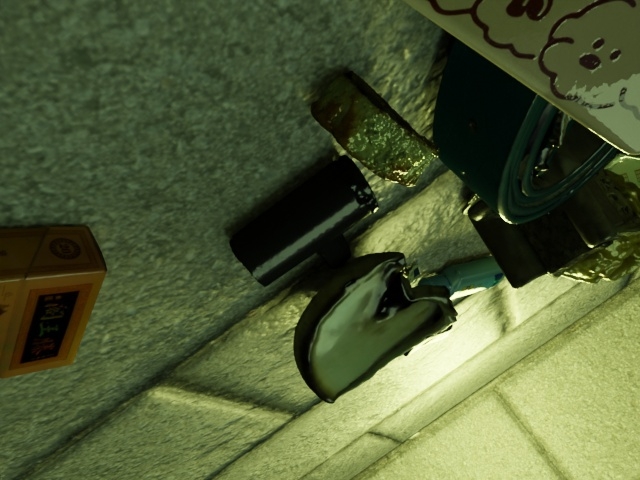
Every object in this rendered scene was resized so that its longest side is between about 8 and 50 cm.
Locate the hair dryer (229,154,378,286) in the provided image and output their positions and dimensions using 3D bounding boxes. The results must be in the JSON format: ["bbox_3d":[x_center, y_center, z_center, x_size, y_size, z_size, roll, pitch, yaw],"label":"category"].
[{"bbox_3d":[0.000,0.000,0.832,0.197,0.089,0.251,-36,157,2],"label":"hair dryer"}]

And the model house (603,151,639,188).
[{"bbox_3d":[0.785,-0.123,1.297,0.224,0.215,0.198,-19,179,-24],"label":"model house"}]

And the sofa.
[{"bbox_3d":[0.390,-0.032,0.998,0.182,0.200,0.258,-22,165,-26],"label":"sofa"}]

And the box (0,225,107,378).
[{"bbox_3d":[-0.376,0.072,0.560,0.274,0.076,0.174,-4,140,-42],"label":"box"}]

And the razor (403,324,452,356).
[{"bbox_3d":[0.273,0.249,1.485,0.148,0.054,0.090,-20,147,-22],"label":"razor"}]

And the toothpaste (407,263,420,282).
[{"bbox_3d":[0.118,0.121,1.165,0.216,0.037,0.062,-34,150,-9],"label":"toothpaste"}]

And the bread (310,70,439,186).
[{"bbox_3d":[0.068,-0.126,0.660,0.069,0.128,0.140,-49,148,16],"label":"bread"}]

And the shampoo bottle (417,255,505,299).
[{"bbox_3d":[0.327,0.092,1.304,0.259,0.061,0.103,-9,142,-37],"label":"shampoo bottle"}]

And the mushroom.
[{"bbox_3d":[0.072,0.109,0.997,0.292,0.212,0.217,-28,121,11],"label":"mushroom"}]

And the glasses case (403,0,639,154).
[{"bbox_3d":[0.203,-0.221,0.505,0.337,0.076,0.144,29,120,-10],"label":"glasses case"}]

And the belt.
[{"bbox_3d":[0.314,-0.226,0.719,0.300,0.173,0.436,-19,146,-29],"label":"belt"}]

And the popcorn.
[{"bbox_3d":[0.554,-0.035,1.161,0.226,0.249,0.249,-1,138,-28],"label":"popcorn"}]
